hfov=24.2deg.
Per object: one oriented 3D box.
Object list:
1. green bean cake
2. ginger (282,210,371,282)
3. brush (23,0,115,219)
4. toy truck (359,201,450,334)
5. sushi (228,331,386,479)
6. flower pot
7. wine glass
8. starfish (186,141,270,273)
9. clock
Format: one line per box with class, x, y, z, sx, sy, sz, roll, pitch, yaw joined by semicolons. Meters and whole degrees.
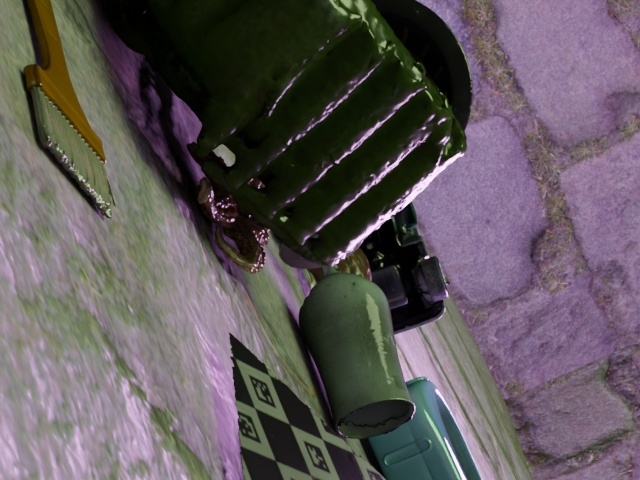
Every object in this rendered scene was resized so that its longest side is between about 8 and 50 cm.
green bean cake;-0.047;-0.177;1.439;0.335;0.218;0.319;47;5;-47
ginger;-0.001;-0.002;1.785;0.122;0.084;0.290;15;51;-89
brush;-0.202;-0.142;1.112;0.103;0.013;0.272;56;11;-52
toy truck;0.051;-0.060;1.938;0.178;0.176;0.363;-61;132;-80
sushi;0.003;0.245;1.150;0.264;0.050;0.290;45;18;-27
flower pot;0.073;-0.197;2.255;0.330;0.293;0.293;65;1;-85
wine glass;0.030;0.095;1.622;0.103;0.103;0.231;54;16;-57
starfish;-0.083;-0.037;1.448;0.150;0.053;0.209;57;7;14
clock;0.135;0.280;1.808;0.274;0.094;0.223;-1;67;-84
